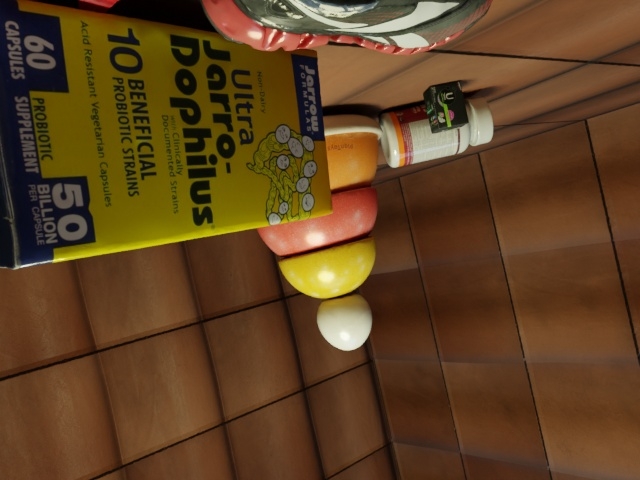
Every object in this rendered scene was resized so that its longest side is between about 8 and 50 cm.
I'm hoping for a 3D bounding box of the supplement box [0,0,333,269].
[{"bbox_3d":[-0.178,-0.097,0.582,0.195,0.194,0.357,0,-172,40],"label":"supplement box"}]

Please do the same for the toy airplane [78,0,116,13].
[{"bbox_3d":[-0.203,-0.189,0.410,0.151,0.028,0.151,-11,-179,0],"label":"toy airplane"}]

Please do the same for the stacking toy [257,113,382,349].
[{"bbox_3d":[0.000,0.000,1.203,0.351,0.479,0.350,-12,179,0],"label":"stacking toy"}]

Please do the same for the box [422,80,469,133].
[{"bbox_3d":[0.241,-0.255,1.100,0.062,0.083,0.052,-13,180,-6],"label":"box"}]

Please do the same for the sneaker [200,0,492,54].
[{"bbox_3d":[0.051,-0.209,0.446,0.276,0.097,0.135,-11,-179,-29],"label":"sneaker"}]

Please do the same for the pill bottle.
[{"bbox_3d":[0.245,-0.237,1.227,0.221,0.121,0.121,-13,180,-2],"label":"pill bottle"}]
